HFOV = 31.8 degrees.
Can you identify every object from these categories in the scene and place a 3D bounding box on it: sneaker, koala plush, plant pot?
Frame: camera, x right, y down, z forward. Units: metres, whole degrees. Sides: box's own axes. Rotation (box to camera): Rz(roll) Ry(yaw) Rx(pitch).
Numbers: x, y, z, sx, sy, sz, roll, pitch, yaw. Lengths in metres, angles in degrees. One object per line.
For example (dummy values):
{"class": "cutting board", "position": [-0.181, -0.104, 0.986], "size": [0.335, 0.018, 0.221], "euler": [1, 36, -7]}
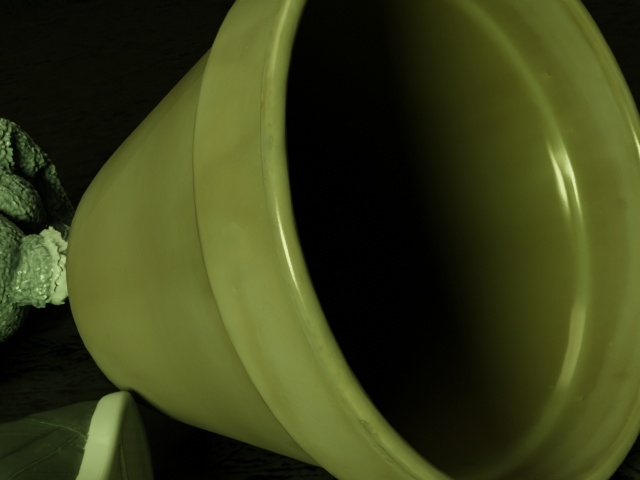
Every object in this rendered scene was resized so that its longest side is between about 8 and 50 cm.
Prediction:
{"class": "sneaker", "position": [-0.172, 0.173, 0.561], "size": [0.147, 0.104, 0.296], "euler": [-13, 15, 2]}
{"class": "koala plush", "position": [-0.295, 0.010, 0.935], "size": [0.196, 0.203, 0.221], "euler": [-15, 33, -7]}
{"class": "plant pot", "position": [0.000, 0.000, 0.668], "size": [0.280, 0.323, 0.323], "euler": [-13, 15, 44]}
